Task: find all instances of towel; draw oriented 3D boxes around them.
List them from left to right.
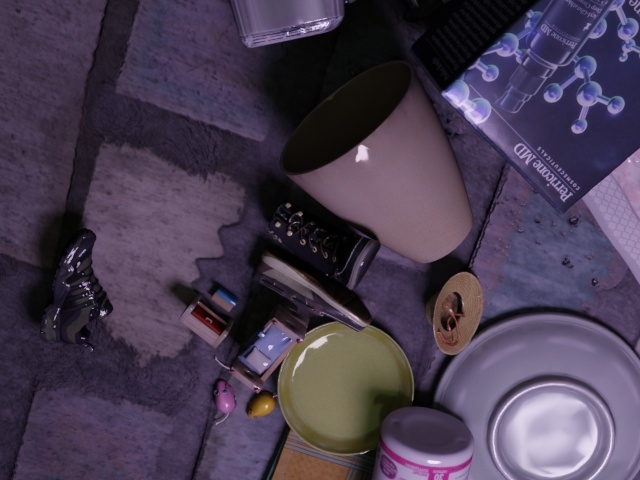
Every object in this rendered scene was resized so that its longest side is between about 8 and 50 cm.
[{"bbox_3d":[0.023,0.497,1.751,0.272,0.040,0.370,20,103,-2],"label":"towel"},{"bbox_3d":[0.565,-0.021,1.455,0.053,0.317,0.331,-39,99,-24],"label":"towel"}]

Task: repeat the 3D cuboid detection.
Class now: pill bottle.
[{"bbox_3d":[0.162,0.446,1.623,0.160,0.160,0.283,9,111,2],"label":"pill bottle"}]

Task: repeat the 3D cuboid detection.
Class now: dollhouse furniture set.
[{"bbox_3d":[-0.134,0.143,1.624,0.184,0.129,0.129,38,103,-6],"label":"dollhouse furniture set"}]

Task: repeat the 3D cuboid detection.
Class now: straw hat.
[{"bbox_3d":[0.215,0.120,1.626,0.061,0.144,0.144,11,110,46],"label":"straw hat"}]

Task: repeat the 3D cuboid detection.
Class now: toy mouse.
[{"bbox_3d":[-0.148,0.269,1.707,0.161,0.031,0.143,-34,99,12],"label":"toy mouse"}]

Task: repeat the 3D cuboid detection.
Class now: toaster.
[{"bbox_3d":[-0.061,-0.393,1.486,0.227,0.129,0.146,-10,105,5],"label":"toaster"}]

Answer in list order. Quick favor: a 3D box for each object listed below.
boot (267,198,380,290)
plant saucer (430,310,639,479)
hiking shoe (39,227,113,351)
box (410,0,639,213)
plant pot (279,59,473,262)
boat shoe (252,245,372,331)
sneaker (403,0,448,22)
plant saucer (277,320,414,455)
[{"bbox_3d":[-0.001,0.002,1.534,0.179,0.236,0.085,33,83,0],"label":"boot"},{"bbox_3d":[0.394,0.327,1.640,0.401,0.100,0.400,1,103,3],"label":"plant saucer"},{"bbox_3d":[-0.417,0.085,1.665,0.114,0.086,0.226,17,111,-14],"label":"hiking shoe"},{"bbox_3d":[0.386,-0.296,1.389,0.293,0.212,0.395,39,107,-25],"label":"box"},{"bbox_3d":[0.119,-0.099,1.504,0.256,0.256,0.274,-37,115,12],"label":"plant pot"},{"bbox_3d":[-0.017,0.095,1.634,0.224,0.080,0.073,34,109,1],"label":"boat shoe"},{"bbox_3d":[0.102,-0.440,1.487,0.106,0.078,0.234,-42,100,10],"label":"sneaker"},{"bbox_3d":[0.045,0.259,1.671,0.241,0.037,0.240,0,93,0],"label":"plant saucer"}]
